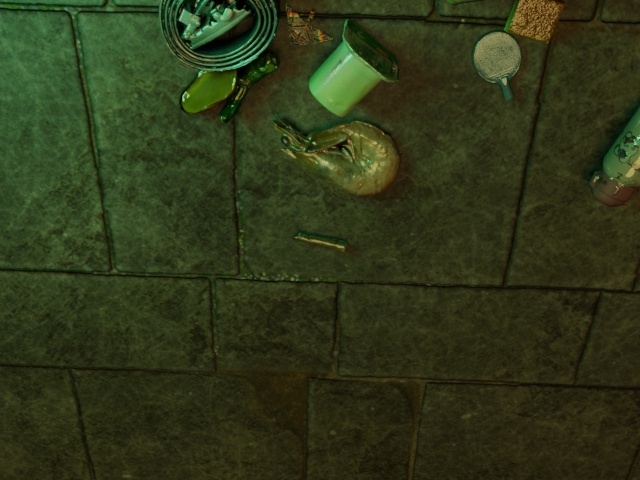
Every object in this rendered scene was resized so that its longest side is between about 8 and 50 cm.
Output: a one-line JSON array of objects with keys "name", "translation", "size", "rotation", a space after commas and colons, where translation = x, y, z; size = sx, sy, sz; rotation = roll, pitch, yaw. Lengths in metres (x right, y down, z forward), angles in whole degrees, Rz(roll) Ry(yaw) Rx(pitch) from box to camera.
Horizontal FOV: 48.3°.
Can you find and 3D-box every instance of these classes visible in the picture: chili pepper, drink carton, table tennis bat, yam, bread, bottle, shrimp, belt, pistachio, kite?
[{"name": "chili pepper", "translation": [-0.158, -0.331, 1.515], "size": [0.050, 0.073, 0.182], "rotation": [20, 121, -41]}, {"name": "drink carton", "translation": [0.061, -0.341, 1.468], "size": [0.146, 0.144, 0.142], "rotation": [37, 122, -19]}, {"name": "table tennis bat", "translation": [0.379, -0.368, 1.508], "size": [0.100, 0.019, 0.155], "rotation": [-21, 118, 14]}, {"name": "yam", "translation": [0.000, 0.000, 1.746], "size": [0.129, 0.027, 0.033], "rotation": [13, 153, -9]}, {"name": "bread", "translation": [0.431, -0.453, 1.441], "size": [0.094, 0.035, 0.090], "rotation": [13, 121, -7]}, {"name": "bottle", "translation": [0.686, -0.179, 1.563], "size": [0.110, 0.110, 0.233], "rotation": [20, 121, -11]}, {"name": "shrimp", "translation": [0.039, -0.209, 1.594], "size": [0.317, 0.077, 0.168], "rotation": [27, 109, -19]}, {"name": "belt", "translation": [-0.188, -0.454, 1.414], "size": [0.267, 0.116, 0.206], "rotation": [-16, 124, 14]}, {"name": "pistachio", "translation": [-0.231, -0.325, 1.519], "size": [0.173, 0.049, 0.089], "rotation": [-18, 83, 32]}, {"name": "kite", "translation": [-0.032, -0.440, 1.482], "size": [0.122, 0.004, 0.090], "rotation": [28, 119, -15]}]

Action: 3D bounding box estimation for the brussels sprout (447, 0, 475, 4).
[{"name": "brussels sprout", "translation": [0.289, -0.554, 1.289], "size": [0.244, 0.244, 0.244], "rotation": [1, 122, 1]}]
